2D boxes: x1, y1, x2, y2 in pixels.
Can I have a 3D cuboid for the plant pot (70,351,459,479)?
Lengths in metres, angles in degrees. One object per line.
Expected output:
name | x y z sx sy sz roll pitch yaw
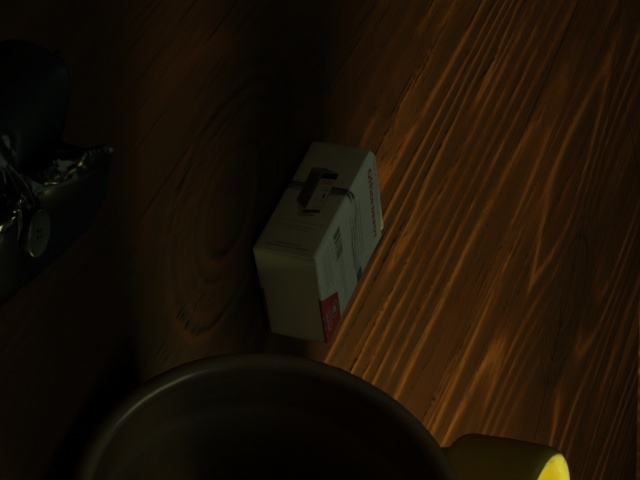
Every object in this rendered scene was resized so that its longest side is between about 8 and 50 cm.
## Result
plant pot | -0.046 0.243 1.270 0.229 0.263 0.263 103 9 -50

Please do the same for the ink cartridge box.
ink cartridge box | 0.000 0.000 1.525 0.099 0.056 0.135 82 26 -42

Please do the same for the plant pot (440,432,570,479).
plant pot | 0.063 0.275 1.558 0.254 0.239 0.254 10 90 -72

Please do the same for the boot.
boot | -0.175 0.041 0.982 0.207 0.094 0.247 -52 143 -50
